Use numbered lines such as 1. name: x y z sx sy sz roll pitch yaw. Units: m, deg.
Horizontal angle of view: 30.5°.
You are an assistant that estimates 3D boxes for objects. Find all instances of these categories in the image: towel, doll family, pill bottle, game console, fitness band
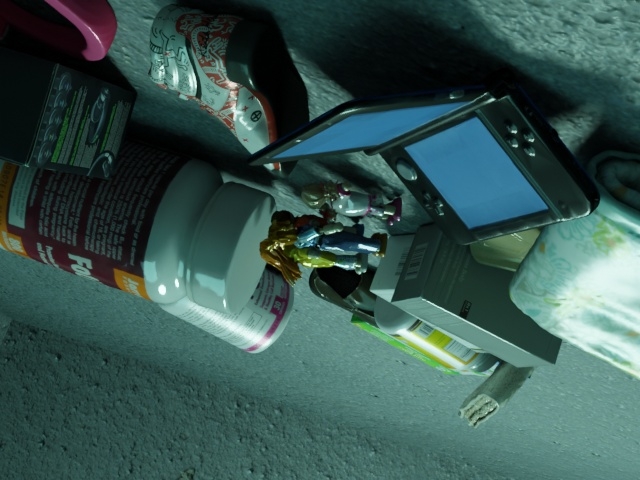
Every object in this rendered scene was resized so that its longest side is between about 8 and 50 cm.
1. towel: 0.415 0.075 1.307 0.374 0.090 0.320 28 150 7
2. doll family: 0.000 0.000 1.648 0.163 0.118 0.263 9 165 -15
3. pill bottle: 0.198 0.136 1.905 0.215 0.117 0.117 32 161 -31
4. game console: 0.100 -0.064 1.243 0.250 0.173 0.293 51 158 -9
5. fitness band: -0.365 -0.292 1.342 0.209 0.054 0.291 7 160 41
6. pill bottle: -0.202 0.083 2.166 0.283 0.160 0.160 29 162 -28
7. pill bottle: -0.280 -0.036 1.754 0.392 0.224 0.224 18 164 14
8. towel: 0.307 0.212 1.903 0.049 0.187 0.282 40 165 8

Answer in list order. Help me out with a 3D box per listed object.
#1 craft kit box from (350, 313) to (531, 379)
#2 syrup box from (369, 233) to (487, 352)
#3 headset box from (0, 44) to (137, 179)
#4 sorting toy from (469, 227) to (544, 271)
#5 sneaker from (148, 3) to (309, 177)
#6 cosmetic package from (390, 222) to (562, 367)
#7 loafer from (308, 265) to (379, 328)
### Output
1. craft kit box: 0.221 0.179 2.137 0.250 0.061 0.247 30 160 -27
2. syrup box: 0.199 0.084 1.776 0.237 0.093 0.096 30 161 -29
3. headset box: -0.405 -0.178 1.479 0.246 0.131 0.283 18 -177 10
4. sorting toy: 0.307 -0.010 1.446 0.307 0.041 0.229 13 158 26
5. sneaker: -0.105 -0.173 1.339 0.145 0.090 0.270 17 160 18
6. cosmetic package: 0.233 0.079 1.661 0.238 0.127 0.107 25 163 -17
7. loafer: 0.076 0.093 1.986 0.220 0.080 0.078 17 164 15
